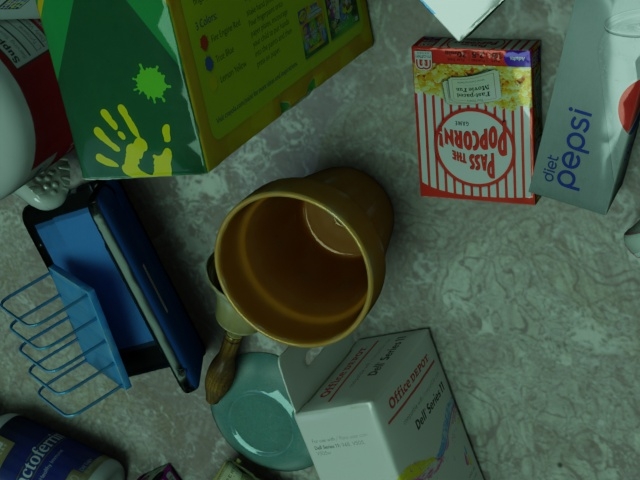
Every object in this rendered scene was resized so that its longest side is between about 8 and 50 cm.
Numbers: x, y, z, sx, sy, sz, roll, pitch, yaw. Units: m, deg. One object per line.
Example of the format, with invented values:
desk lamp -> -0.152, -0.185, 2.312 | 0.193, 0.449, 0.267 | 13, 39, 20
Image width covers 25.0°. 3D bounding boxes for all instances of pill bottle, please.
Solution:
pill bottle -> -0.389, -0.184, 1.735 | 0.229, 0.407, 0.229 | 16, 126, 23
pill bottle -> -0.444, 0.353, 2.182 | 0.265, 0.153, 0.153 | 22, 121, 13

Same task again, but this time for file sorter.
file sorter -> -0.358, 0.143, 2.013 | 0.118, 0.104, 0.170 | 24, 138, 48

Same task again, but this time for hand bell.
hand bell -> -0.119, 0.136, 1.958 | 0.126, 0.126, 0.242 | 27, 127, 11

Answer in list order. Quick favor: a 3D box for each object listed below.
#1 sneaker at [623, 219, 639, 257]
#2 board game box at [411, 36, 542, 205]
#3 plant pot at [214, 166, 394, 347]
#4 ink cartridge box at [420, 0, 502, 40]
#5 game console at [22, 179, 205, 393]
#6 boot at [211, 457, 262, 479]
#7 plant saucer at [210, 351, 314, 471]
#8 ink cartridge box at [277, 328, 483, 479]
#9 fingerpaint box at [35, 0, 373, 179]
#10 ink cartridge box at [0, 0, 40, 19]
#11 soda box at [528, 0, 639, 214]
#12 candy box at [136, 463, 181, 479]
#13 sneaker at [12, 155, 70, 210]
sneaker -> 0.415, -0.089, 1.616 | 0.111, 0.103, 0.252 | 40, 117, 7
board game box -> 0.189, -0.143, 1.718 | 0.147, 0.045, 0.193 | 5, 116, 23
plant pot -> 0.000, 0.000, 1.788 | 0.205, 0.188, 0.205 | 10, 117, 20
ink cartridge box -> 0.162, -0.289, 1.612 | 0.092, 0.143, 0.090 | 46, 106, -1
game console -> -0.295, 0.077, 1.978 | 0.173, 0.250, 0.293 | -25, 103, 5
boot -> -0.050, 0.373, 2.034 | 0.203, 0.095, 0.262 | 39, 130, -8
plant saucer -> -0.077, 0.251, 2.035 | 0.195, 0.037, 0.195 | 10, 116, 20
ink cartridge box -> 0.089, 0.255, 1.857 | 0.119, 0.207, 0.353 | -12, 109, 30
fingerpaint box -> -0.126, -0.315, 1.541 | 0.163, 0.445, 0.371 | -1, 114, 26
ink cartridge box -> -0.318, -0.419, 1.656 | 0.130, 0.272, 0.309 | -24, 79, 47
soda box -> 0.317, -0.180, 1.614 | 0.098, 0.091, 0.286 | 19, 120, 15
candy box -> -0.217, 0.472, 2.132 | 0.071, 0.159, 0.233 | -28, 101, 33
sneaker -> -0.418, -0.105, 1.968 | 0.235, 0.090, 0.094 | 45, 131, 33
